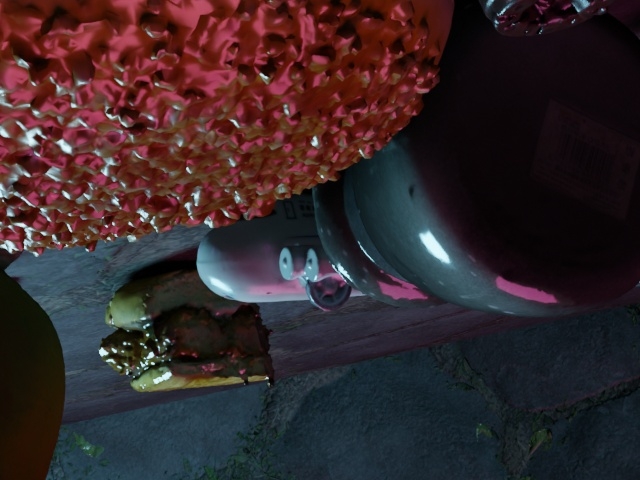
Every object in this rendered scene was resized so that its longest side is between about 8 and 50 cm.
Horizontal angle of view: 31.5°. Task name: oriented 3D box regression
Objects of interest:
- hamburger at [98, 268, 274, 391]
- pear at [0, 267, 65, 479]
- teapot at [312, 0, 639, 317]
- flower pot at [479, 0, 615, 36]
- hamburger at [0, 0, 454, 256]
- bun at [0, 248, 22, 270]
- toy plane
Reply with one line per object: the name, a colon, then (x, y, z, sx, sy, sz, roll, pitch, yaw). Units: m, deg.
hamburger: (-0.161, 0.121, 1.447, 0.245, 0.156, 0.282, -7, 171, -12)
pear: (-0.359, 0.180, 0.851, 0.398, 0.399, 0.165, -5, -152, -31)
teapot: (0.143, -0.050, 0.876, 0.305, 0.224, 0.285, -8, 175, -23)
flower pot: (0.112, -0.160, 0.594, 0.111, 0.089, 0.111, -12, 168, -3)
hamburger: (-0.090, -0.089, 0.473, 0.301, 0.170, 0.302, -18, 166, -5)
bun: (-0.300, 0.001, 0.957, 0.115, 0.069, 0.115, -12, 168, -2)
toy plane: (0.000, 0.006, 1.164, 0.266, 0.123, 0.267, -6, -176, 0)
